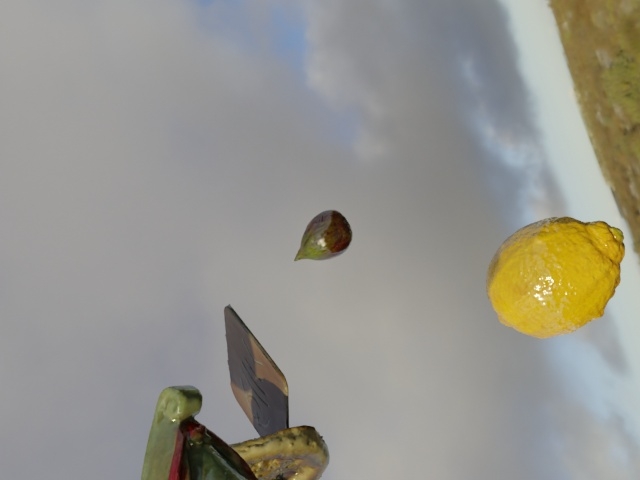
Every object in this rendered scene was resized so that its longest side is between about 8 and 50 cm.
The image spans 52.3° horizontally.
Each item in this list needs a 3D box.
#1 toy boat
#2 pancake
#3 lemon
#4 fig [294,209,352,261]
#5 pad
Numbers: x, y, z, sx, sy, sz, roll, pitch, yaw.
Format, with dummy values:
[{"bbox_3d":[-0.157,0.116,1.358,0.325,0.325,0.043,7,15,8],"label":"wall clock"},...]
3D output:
[{"bbox_3d":[-0.068,0.177,0.362,0.089,0.071,0.185,7,-94,-48],"label":"toy boat"},{"bbox_3d":[-0.140,0.462,1.209,0.356,0.356,0.065,37,-165,-50],"label":"pancake"},{"bbox_3d":[0.288,0.043,0.803,0.142,0.187,0.142,36,-152,-23],"label":"lemon"},{"bbox_3d":[0.000,0.000,1.507,0.103,0.155,0.109,51,-162,-29],"label":"fig"},{"bbox_3d":[-0.136,0.314,1.387,0.286,0.018,0.284,43,142,47],"label":"pad"}]
